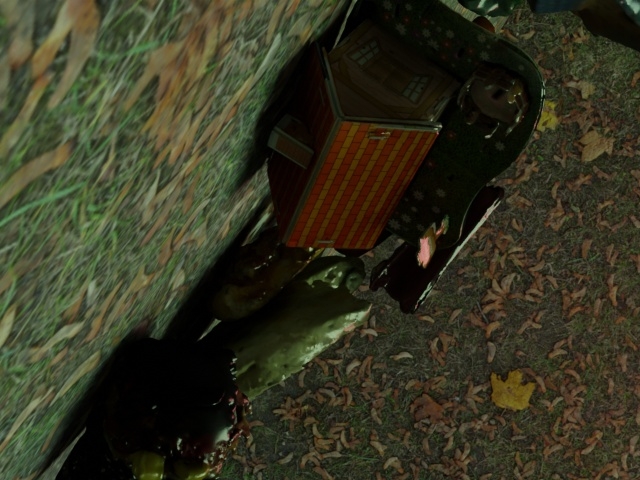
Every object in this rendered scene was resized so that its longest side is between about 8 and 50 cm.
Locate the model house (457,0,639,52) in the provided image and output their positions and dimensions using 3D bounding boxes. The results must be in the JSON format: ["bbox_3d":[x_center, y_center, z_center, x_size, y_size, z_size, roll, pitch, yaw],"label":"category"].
[{"bbox_3d":[0.383,-0.388,1.200,0.335,0.342,0.382,-58,175,5],"label":"model house"}]

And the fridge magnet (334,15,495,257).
[{"bbox_3d":[0.112,-0.143,1.240,0.364,0.155,0.363,-56,175,-8],"label":"fridge magnet"}]

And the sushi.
[{"bbox_3d":[-0.144,0.172,0.889,0.172,0.153,0.150,-64,179,-50],"label":"sushi"}]

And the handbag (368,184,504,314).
[{"bbox_3d":[0.149,-0.006,1.219,0.203,0.074,0.216,-51,178,7],"label":"handbag"}]

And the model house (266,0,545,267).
[{"bbox_3d":[0.053,-0.073,0.867,0.154,0.207,0.294,-48,171,-36],"label":"model house"}]

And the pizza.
[{"bbox_3d":[-0.055,0.018,1.073,0.194,0.069,0.154,-42,-178,-9],"label":"pizza"}]

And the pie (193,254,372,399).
[{"bbox_3d":[-0.074,0.121,1.133,0.337,0.075,0.337,-32,-171,6],"label":"pie"}]
